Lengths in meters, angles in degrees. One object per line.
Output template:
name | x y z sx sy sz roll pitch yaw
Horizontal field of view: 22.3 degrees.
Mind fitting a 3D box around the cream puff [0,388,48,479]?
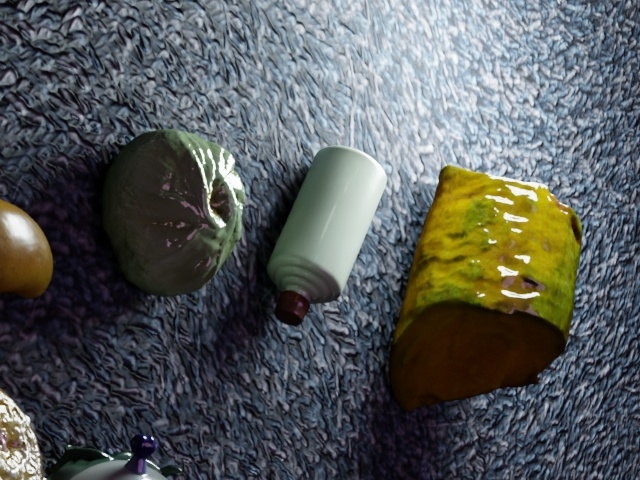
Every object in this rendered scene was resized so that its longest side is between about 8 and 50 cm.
cream puff | -0.356 0.223 1.601 0.189 0.129 0.189 54 24 -38

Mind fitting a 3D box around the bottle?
bottle | 0.000 0.000 2.096 0.104 0.104 0.245 49 52 -40

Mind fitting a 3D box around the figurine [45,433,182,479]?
figurine | -0.229 0.399 1.725 0.261 0.186 0.381 19 70 -57

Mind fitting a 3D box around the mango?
mango | -0.334 0.009 1.675 0.184 0.085 0.102 26 69 -55

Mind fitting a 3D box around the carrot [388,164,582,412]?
carrot | 0.238 0.076 2.299 0.241 0.242 0.340 37 60 -46

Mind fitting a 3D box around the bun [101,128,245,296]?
bun | -0.161 -0.031 1.878 0.195 0.118 0.195 -5 96 -54
